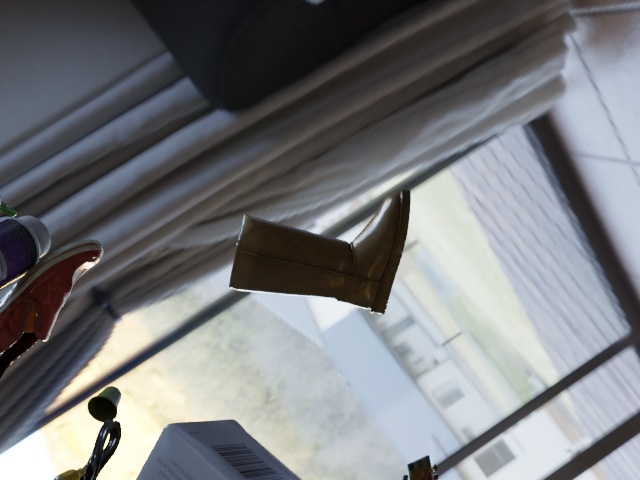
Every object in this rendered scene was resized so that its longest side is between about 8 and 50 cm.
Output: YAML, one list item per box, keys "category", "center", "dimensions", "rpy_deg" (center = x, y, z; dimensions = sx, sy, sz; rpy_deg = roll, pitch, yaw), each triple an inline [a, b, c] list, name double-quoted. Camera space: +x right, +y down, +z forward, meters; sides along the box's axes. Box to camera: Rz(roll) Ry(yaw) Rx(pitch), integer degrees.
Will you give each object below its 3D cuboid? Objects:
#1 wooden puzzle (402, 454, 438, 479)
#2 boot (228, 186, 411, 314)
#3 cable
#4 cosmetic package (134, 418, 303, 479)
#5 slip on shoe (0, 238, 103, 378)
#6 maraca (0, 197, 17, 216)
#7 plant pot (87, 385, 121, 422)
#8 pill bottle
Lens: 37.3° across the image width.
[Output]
- category: "wooden puzzle"
  center: [0.170, 0.394, 1.604]
  dimensions: [0.006, 0.083, 0.049]
  rpy_deg: [-4, 98, 51]
- category: "boot"
  center: [0.000, 0.000, 1.570]
  dimensions: [0.089, 0.270, 0.236]
  rpy_deg: [-90, 13, -76]
- category: "cable"
  center: [-0.459, 0.479, 1.918]
  dimensions: [0.287, 0.072, 0.139]
  rpy_deg: [-45, -54, -61]
- category: "cosmetic package"
  center: [-0.189, 0.491, 1.271]
  dimensions: [0.230, 0.453, 0.161]
  rpy_deg: [35, -169, 29]
- category: "slip on shoe"
  center: [-0.499, 0.127, 1.660]
  dimensions: [0.101, 0.331, 0.123]
  rpy_deg: [44, 173, 11]
- category: "maraca"
  center: [-0.740, -0.096, 2.053]
  dimensions: [0.127, 0.099, 0.186]
  rpy_deg: [33, -178, 37]
- category: "plant pot"
  center: [-0.564, 0.427, 2.516]
  dimensions: [0.083, 0.083, 0.079]
  rpy_deg: [59, -161, -15]
- category: "pill bottle"
  center: [-0.546, 0.022, 1.611]
  dimensions: [0.108, 0.108, 0.193]
  rpy_deg: [58, -155, -6]
